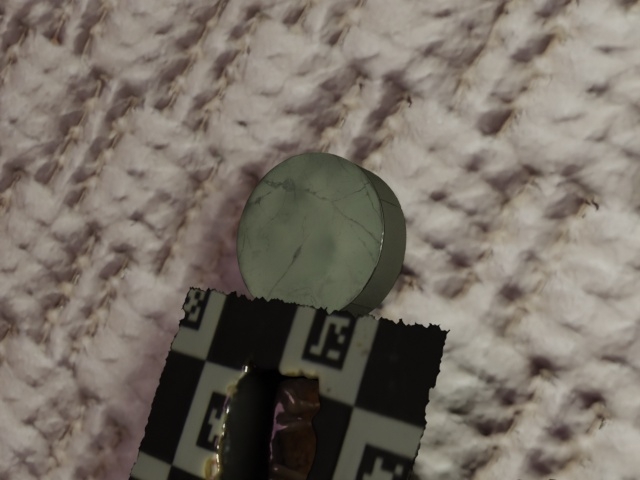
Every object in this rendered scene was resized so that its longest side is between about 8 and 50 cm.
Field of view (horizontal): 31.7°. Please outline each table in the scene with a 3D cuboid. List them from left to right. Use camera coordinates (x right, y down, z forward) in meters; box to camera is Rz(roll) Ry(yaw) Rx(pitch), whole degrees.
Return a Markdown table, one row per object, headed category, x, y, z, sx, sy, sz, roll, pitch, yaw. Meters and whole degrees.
| category | x | y | z | sx | sy | sz | roll | pitch | yaw |
| --- | --- | --- | --- | --- | --- | --- | --- | --- | --- |
| table | 0.000 | 0.000 | 0.886 | 0.133 | 0.043 | 0.133 | -7 | 76 | 30 |

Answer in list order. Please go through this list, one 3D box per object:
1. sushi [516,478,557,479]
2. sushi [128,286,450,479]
| category | x | y | z | sx | sy | sz | roll | pitch | yaw |
| --- | --- | --- | --- | --- | --- | --- | --- | --- | --- |
| sushi | 0.154 | 0.276 | 0.631 | 0.270 | 0.236 | 0.171 | 39 | 110 | -2 |
| sushi | -0.030 | 0.236 | 0.832 | 0.296 | 0.100 | 0.373 | 5 | 75 | 47 |
